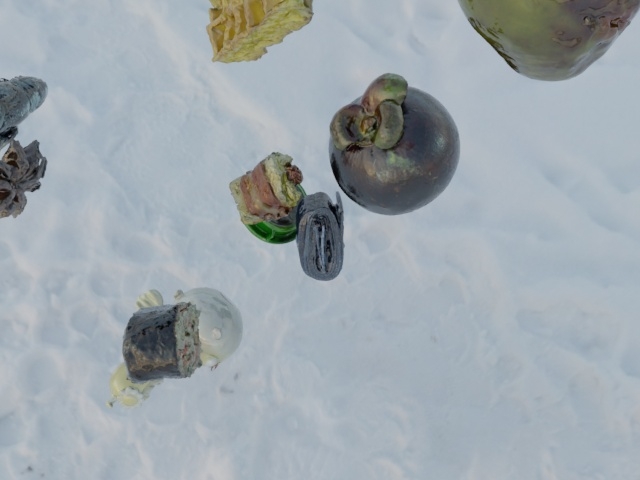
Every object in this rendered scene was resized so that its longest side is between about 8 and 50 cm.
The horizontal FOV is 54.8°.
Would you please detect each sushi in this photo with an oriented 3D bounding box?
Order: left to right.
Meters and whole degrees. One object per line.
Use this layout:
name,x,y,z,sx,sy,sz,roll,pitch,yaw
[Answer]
sushi,-0.181,0.118,0.728,0.078,0.150,0.090,-4,87,-2

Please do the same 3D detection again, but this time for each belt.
belt,0.000,0.000,1.522,0.122,0.218,0.128,-4,33,-2

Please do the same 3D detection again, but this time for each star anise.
star anise,-0.636,-0.114,1.278,0.065,0.195,0.182,27,45,4

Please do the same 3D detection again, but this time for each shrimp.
shrimp,-0.714,-0.243,1.313,0.137,0.172,0.372,5,37,28

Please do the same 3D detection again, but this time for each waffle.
waffle,-0.066,-0.309,0.606,0.057,0.229,0.219,-11,94,-27

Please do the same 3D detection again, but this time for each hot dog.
hot dog,-0.118,-0.115,1.420,0.103,0.213,0.146,-9,83,-44

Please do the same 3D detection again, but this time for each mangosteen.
mangosteen,0.143,-0.193,1.264,0.288,0.288,0.288,1,59,-2

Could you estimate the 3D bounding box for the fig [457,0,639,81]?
fig,0.181,-0.219,0.503,0.166,0.154,0.144,31,84,6

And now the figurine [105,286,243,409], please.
figurine,-0.397,0.265,1.575,0.394,0.226,0.274,-41,102,-6

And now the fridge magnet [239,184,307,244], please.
fridge magnet,-0.118,-0.092,1.647,0.208,0.088,0.207,8,73,-27
